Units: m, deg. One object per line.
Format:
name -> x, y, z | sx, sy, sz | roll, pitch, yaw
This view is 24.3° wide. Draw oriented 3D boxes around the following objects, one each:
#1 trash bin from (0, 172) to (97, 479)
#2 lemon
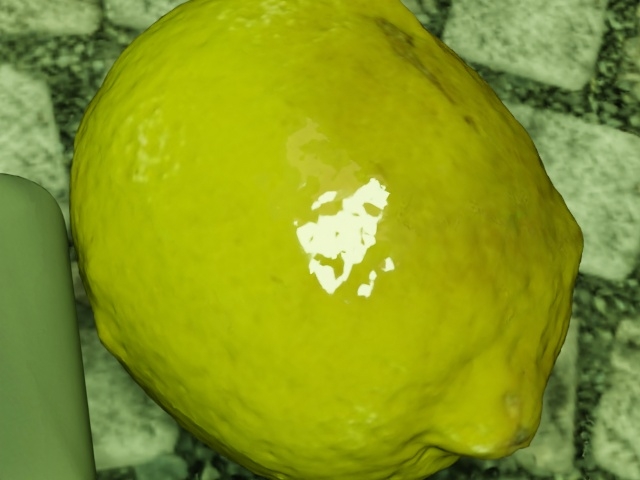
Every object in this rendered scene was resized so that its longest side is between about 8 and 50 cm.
trash bin -> -0.188, 0.115, 0.653 | 0.219, 0.219, 0.250 | -3, 54, -11
lemon -> 0.000, 0.000, 0.730 | 0.233, 0.233, 0.288 | -36, 66, -23
